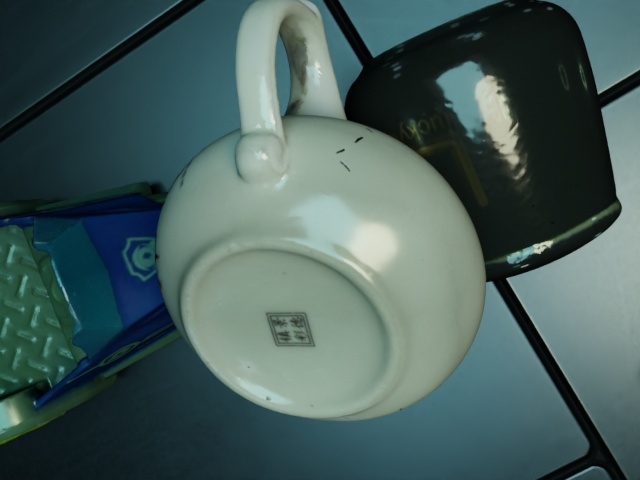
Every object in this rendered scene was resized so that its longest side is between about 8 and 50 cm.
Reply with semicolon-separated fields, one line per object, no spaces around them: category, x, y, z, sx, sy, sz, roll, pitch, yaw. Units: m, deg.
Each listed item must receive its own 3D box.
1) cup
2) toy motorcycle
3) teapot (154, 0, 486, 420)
cup;0.095;-0.059;0.556;0.223;0.169;0.176;-20;99;26
toy motorcycle;-0.206;0.043;0.592;0.326;0.200;0.191;-22;91;13
teapot;0.000;0.000;0.487;0.208;0.166;0.299;6;115;29
